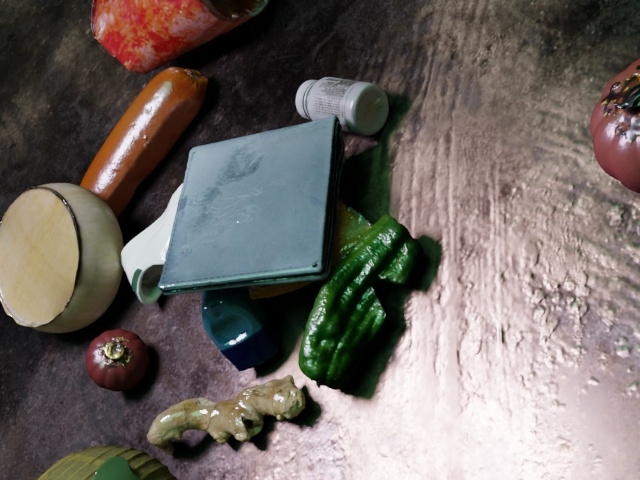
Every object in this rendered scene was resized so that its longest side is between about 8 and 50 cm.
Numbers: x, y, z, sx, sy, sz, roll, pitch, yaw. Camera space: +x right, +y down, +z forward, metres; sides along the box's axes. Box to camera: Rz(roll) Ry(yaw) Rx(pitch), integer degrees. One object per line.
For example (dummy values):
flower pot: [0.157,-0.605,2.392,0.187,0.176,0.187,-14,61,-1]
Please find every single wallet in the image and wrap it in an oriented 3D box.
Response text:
wallet: [-0.095,-0.047,1.683,0.251,0.054,0.290,-8,50,20]

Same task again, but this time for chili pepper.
chili pepper: [0.047,0.083,1.588,0.099,0.083,0.253,30,83,3]
chili pepper: [-0.251,-0.428,2.094,0.305,0.229,0.251,-32,50,37]

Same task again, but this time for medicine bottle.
medicine bottle: [0.030,-0.207,1.785,0.140,0.079,0.079,16,77,46]
medicine bottle: [-0.125,0.066,1.750,0.079,0.124,0.258,-31,37,20]

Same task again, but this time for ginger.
ginger: [-0.139,0.256,1.671,0.288,0.075,0.089,-21,58,26]

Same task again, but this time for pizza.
pizza: [-0.006,-0.005,1.699,0.204,0.080,0.188,-13,49,13]

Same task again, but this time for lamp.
lamp: [-0.320,0.188,1.850,0.101,0.090,0.101,2,64,-3]
lamp: [-0.273,0.417,1.585,0.284,0.250,0.250,42,97,7]
lamp: [0.400,-0.144,1.378,0.182,0.140,0.182,-28,43,29]

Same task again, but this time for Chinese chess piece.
Chinese chess piece: [-0.447,0.029,1.993,0.257,0.104,0.257,-5,83,39]

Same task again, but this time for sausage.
sausage: [-0.326,-0.163,2.061,0.348,0.094,0.097,-51,44,5]

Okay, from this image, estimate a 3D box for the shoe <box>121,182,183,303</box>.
shoe: [-0.215,-0.001,1.872,0.265,0.095,0.110,-41,44,27]
